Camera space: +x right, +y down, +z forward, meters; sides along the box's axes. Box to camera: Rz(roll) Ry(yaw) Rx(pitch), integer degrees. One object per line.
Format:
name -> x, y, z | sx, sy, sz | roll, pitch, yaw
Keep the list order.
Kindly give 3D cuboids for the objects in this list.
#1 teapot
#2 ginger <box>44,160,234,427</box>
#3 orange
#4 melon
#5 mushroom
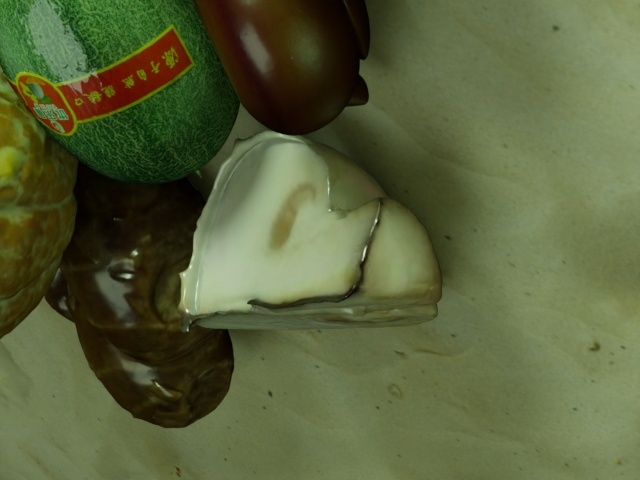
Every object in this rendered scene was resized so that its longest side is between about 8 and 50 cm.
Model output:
teapot -> -0.026, -0.186, 1.127 | 0.178, 0.135, 0.252 | 57, 171, 48
ginger -> -0.198, 0.018, 1.561 | 0.274, 0.152, 0.357 | 45, 155, 29
orange -> -0.347, -0.049, 1.369 | 0.329, 0.249, 0.329 | 18, 111, 59
melon -> -0.161, -0.157, 1.248 | 0.182, 0.182, 0.287 | 3, 136, 45
mushroom -> 0.017, -0.008, 1.333 | 0.173, 0.162, 0.236 | 4, 171, -43
